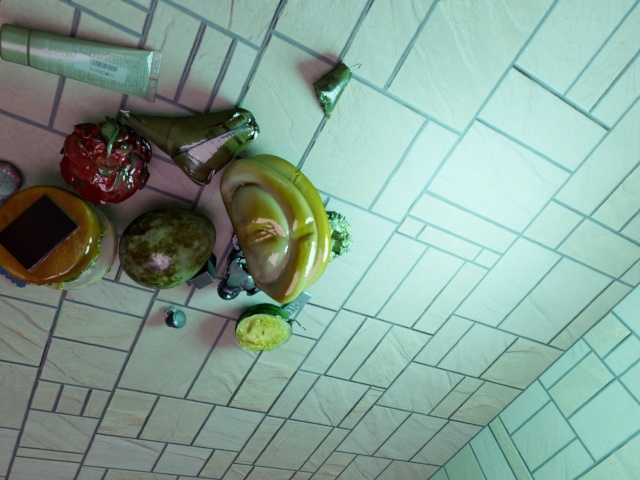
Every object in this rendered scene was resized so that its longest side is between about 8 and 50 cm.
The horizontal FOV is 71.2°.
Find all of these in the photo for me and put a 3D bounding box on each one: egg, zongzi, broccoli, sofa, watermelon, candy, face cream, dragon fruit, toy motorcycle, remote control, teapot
[{"bbox_3d":[-0.455,0.015,1.343,0.289,0.238,0.238,-33,126,-11],"label":"egg"},{"bbox_3d":[0.060,-0.431,1.265,0.154,0.062,0.130,-39,146,-3],"label":"zongzi"},{"bbox_3d":[-0.001,-0.001,1.464,0.197,0.176,0.226,29,100,-27],"label":"broccoli"},{"bbox_3d":[-0.387,0.100,1.467,0.085,0.147,0.060,-27,121,4],"label":"sofa"},{"bbox_3d":[-0.205,0.307,1.660,0.232,0.127,0.204,-35,123,16],"label":"watermelon"},{"bbox_3d":[-0.341,-0.324,1.209,0.260,0.123,0.289,-40,114,8],"label":"zongzi"},{"bbox_3d":[-0.885,-0.171,1.238,0.103,0.043,0.103,-5,127,-7],"label":"candy"},{"bbox_3d":[-0.580,-0.441,1.101,0.341,0.084,0.137,6,125,-26],"label":"face cream"},{"bbox_3d":[-0.575,-0.194,1.212,0.233,0.234,0.293,9,153,-17],"label":"dragon fruit"},{"bbox_3d":[-0.251,0.091,1.518,0.159,0.106,0.271,13,109,-24],"label":"toy motorcycle"},{"bbox_3d":[-0.106,0.251,1.708,0.050,0.027,0.184,34,116,-28],"label":"remote control"},{"bbox_3d":[-0.534,0.281,1.621,0.056,0.066,0.088,-19,105,23],"label":"teapot"}]

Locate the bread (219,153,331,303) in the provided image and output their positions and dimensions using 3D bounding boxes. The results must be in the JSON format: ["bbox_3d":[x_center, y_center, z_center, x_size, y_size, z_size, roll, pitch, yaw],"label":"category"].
[{"bbox_3d":[-0.157,-0.034,1.295,0.328,0.245,0.424,-17,94,28],"label":"bread"}]

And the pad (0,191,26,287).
[{"bbox_3d":[-0.927,0.006,1.373,0.269,0.012,0.269,-29,125,9],"label":"pad"}]

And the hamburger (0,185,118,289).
[{"bbox_3d":[-0.712,0.004,1.220,0.290,0.291,0.225,-5,169,-9],"label":"hamburger"}]
